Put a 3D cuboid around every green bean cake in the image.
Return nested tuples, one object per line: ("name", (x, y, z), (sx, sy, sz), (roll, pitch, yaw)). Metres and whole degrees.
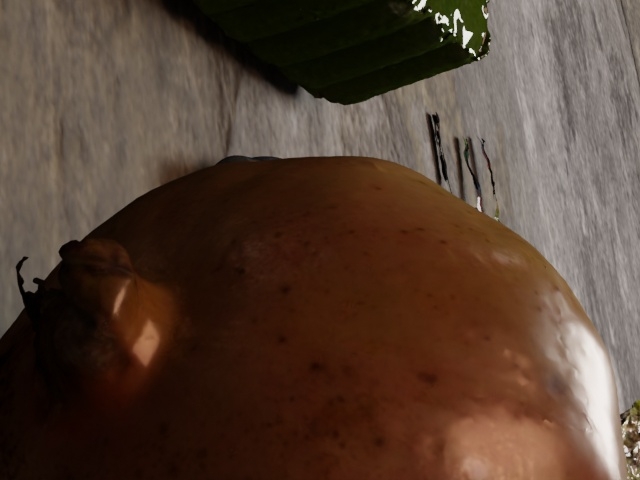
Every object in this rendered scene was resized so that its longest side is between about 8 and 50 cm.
("green bean cake", (0.007, -0.250, 1.243), (0.247, 0.156, 0.250), (28, 53, -53))

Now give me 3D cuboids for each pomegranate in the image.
("pomegranate", (-0.028, 0.108, 0.820), (0.338, 0.338, 0.338), (36, 47, -50))

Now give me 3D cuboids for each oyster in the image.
("oyster", (0.294, 0.223, 1.664), (0.108, 0.053, 0.166), (30, 58, -41))

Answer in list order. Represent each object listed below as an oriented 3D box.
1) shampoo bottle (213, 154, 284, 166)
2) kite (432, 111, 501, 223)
("shampoo bottle", (0.000, 0.000, 1.224), (0.233, 0.049, 0.087), (32, 48, -52))
("kite", (0.143, 0.030, 1.511), (0.152, 0.015, 0.286), (11, 67, -60))
